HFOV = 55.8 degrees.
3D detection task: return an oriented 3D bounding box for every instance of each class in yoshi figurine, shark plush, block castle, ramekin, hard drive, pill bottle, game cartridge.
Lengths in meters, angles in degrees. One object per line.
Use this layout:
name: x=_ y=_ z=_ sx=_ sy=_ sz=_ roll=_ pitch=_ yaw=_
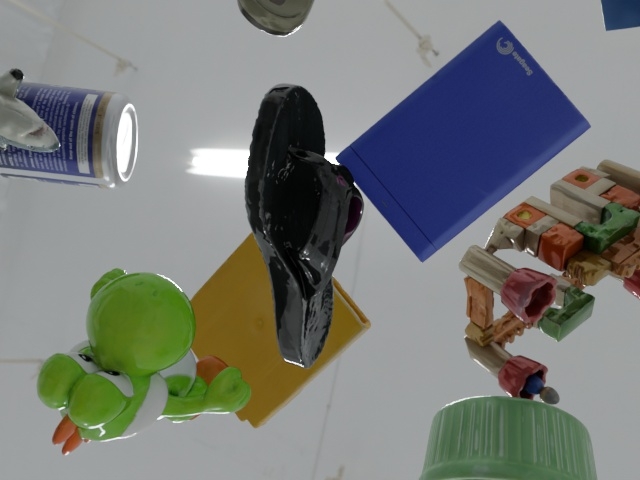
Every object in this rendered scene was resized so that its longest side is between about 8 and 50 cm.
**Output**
yoshi figurine: x=-0.193 y=0.131 z=0.721 sx=0.204 sy=0.362 sz=0.202 roll=-7 pitch=-99 yaw=0
shark plush: x=-0.328 y=-0.106 z=0.588 sx=0.161 sy=0.067 sz=0.073 roll=-7 pitch=-127 yaw=26
block castle: x=0.482 y=0.069 z=1.108 sx=0.454 sy=0.302 sz=0.213 roll=-29 pitch=-139 yaw=-22
ramekin: x=0.324 y=0.392 z=1.046 sx=0.304 sy=0.303 sz=0.148 roll=-14 pitch=-136 yaw=32
hard drive: x=0.210 y=-0.147 z=0.917 sx=0.319 sy=0.040 sz=0.210 roll=-40 pitch=-93 yaw=5
pill bottle: x=-0.434 y=-0.167 z=0.942 sx=0.265 sy=0.153 sz=0.153 roll=6 pitch=-101 yaw=-5
game cartridge: x=-0.105 y=0.156 z=1.152 sx=0.323 sy=0.053 sz=0.285 roll=-46 pitch=-109 yaw=20

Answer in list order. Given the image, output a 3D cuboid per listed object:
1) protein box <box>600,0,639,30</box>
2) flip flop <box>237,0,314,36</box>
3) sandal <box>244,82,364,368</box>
protein box: x=0.519 y=-0.435 z=0.868 sx=0.136 sy=0.201 sz=0.200 roll=-40 pitch=-150 yaw=-28
flip flop: x=-0.029 y=-0.365 z=0.703 sx=0.080 sy=0.112 sz=0.276 roll=133 pitch=-27 yaw=-63
sandal: x=0.001 y=-0.001 z=0.775 sx=0.107 sy=0.445 sz=0.167 roll=12 pitch=-133 yaw=18
